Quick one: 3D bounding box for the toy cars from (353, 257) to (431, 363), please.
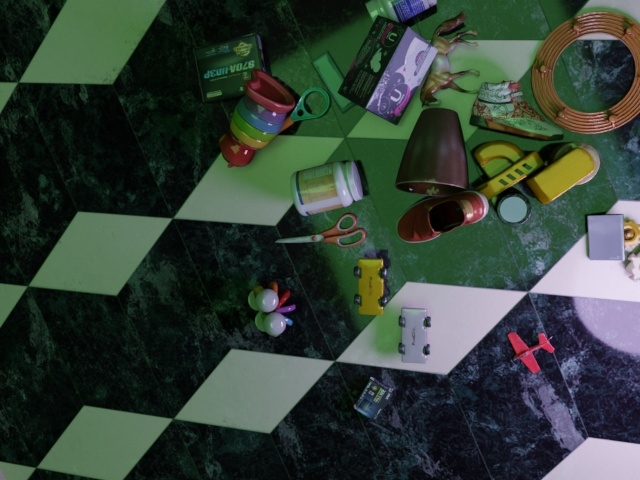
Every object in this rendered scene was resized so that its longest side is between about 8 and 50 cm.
[{"bbox_3d":[0.233,0.215,1.826,0.176,0.087,0.394,-41,92,20],"label":"toy cars"}]

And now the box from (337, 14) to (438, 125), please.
[{"bbox_3d":[0.197,-0.488,1.657,0.142,0.163,0.247,42,109,42],"label":"box"}]

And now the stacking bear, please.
[{"bbox_3d":[-0.218,-0.354,1.783,0.164,0.175,0.289,30,123,-14],"label":"stacking bear"}]

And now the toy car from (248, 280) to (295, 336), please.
[{"bbox_3d":[-0.151,0.223,1.894,0.136,0.159,0.182,-19,95,-22],"label":"toy car"}]

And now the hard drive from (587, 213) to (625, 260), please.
[{"bbox_3d":[0.834,-0.008,1.667,0.094,0.022,0.135,-1,99,35],"label":"hard drive"}]

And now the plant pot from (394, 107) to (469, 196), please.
[{"bbox_3d":[0.336,-0.262,1.676,0.215,0.215,0.231,5,86,12],"label":"plant pot"}]

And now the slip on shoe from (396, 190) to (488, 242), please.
[{"bbox_3d":[0.335,-0.065,1.680,0.331,0.101,0.123,-19,91,53],"label":"slip on shoe"}]

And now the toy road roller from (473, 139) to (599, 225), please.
[{"bbox_3d":[0.578,-0.209,1.615,0.329,0.202,0.241,-35,90,17],"label":"toy road roller"}]

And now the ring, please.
[{"bbox_3d":[0.776,-0.473,1.618,0.336,0.032,0.337,2,100,13],"label":"ring"}]

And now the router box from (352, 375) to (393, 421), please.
[{"bbox_3d":[0.176,0.528,1.908,0.092,0.038,0.123,29,104,6],"label":"router box"}]

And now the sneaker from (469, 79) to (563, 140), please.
[{"bbox_3d":[0.578,-0.378,1.646,0.269,0.090,0.145,15,104,13],"label":"sneaker"}]

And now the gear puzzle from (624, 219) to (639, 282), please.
[{"bbox_3d":[0.986,0.066,1.655,0.338,0.044,0.176,38,107,7],"label":"gear puzzle"}]

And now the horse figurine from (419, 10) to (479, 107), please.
[{"bbox_3d":[0.377,-0.529,1.681,0.174,0.066,0.264,-2,100,8],"label":"horse figurine"}]

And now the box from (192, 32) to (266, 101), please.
[{"bbox_3d":[-0.286,-0.550,1.833,0.220,0.051,0.175,-8,97,13],"label":"box"}]

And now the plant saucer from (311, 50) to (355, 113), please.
[{"bbox_3d":[0.045,-0.495,1.786,0.067,0.018,0.192,-31,92,16],"label":"plant saucer"}]

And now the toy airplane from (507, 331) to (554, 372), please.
[{"bbox_3d":[0.656,0.341,1.775,0.151,0.028,0.151,2,101,11],"label":"toy airplane"}]

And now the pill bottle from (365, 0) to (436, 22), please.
[{"bbox_3d":[0.232,-0.696,1.662,0.186,0.112,0.112,-25,93,15],"label":"pill bottle"}]

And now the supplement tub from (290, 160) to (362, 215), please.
[{"bbox_3d":[0.020,-0.165,1.778,0.199,0.144,0.145,-12,96,14],"label":"supplement tub"}]

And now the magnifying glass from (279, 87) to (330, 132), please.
[{"bbox_3d":[-0.071,-0.401,1.823,0.230,0.026,0.092,-32,91,16],"label":"magnifying glass"}]

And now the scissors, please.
[{"bbox_3d":[0.000,0.000,1.872,0.296,0.021,0.109,-20,96,13],"label":"scissors"}]
